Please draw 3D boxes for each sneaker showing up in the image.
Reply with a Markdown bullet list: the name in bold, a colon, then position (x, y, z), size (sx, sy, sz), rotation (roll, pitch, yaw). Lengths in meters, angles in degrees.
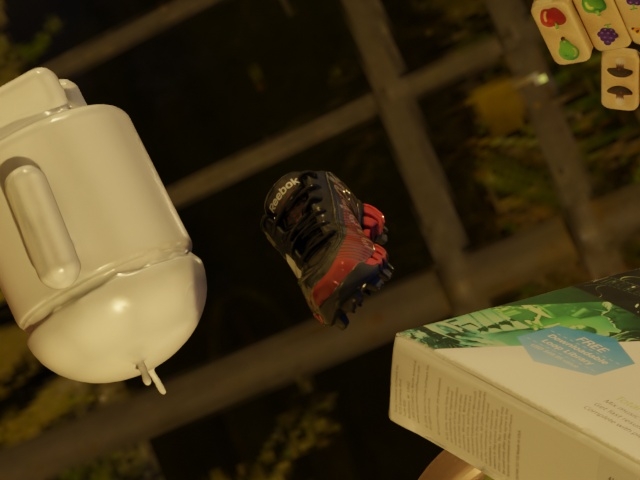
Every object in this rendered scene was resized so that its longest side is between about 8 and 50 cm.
- **sneaker**: position (0.000, 0.000, 1.782), size (0.135, 0.097, 0.276), rotation (42, 13, -12)

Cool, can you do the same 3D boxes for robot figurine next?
- **robot figurine**: position (-0.247, -0.001, 1.859), size (0.353, 0.199, 0.300), rotation (63, 11, 10)

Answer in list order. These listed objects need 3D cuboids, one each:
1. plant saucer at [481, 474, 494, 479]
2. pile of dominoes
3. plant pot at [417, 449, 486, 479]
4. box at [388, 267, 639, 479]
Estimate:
- **plant saucer**: position (0.194, 0.226, 1.130), size (0.241, 0.241, 0.037), rotation (70, 14, 13)
- **pile of dominoes**: position (0.278, -0.168, 1.246), size (0.196, 0.251, 0.040), rotation (57, 39, -36)
- **plant pot**: position (0.229, 0.338, 1.761), size (0.263, 0.263, 0.229), rotation (54, 3, -27)
- **box**: position (0.230, 0.077, 0.919), size (0.322, 0.232, 0.058), rotation (-11, 115, -38)
